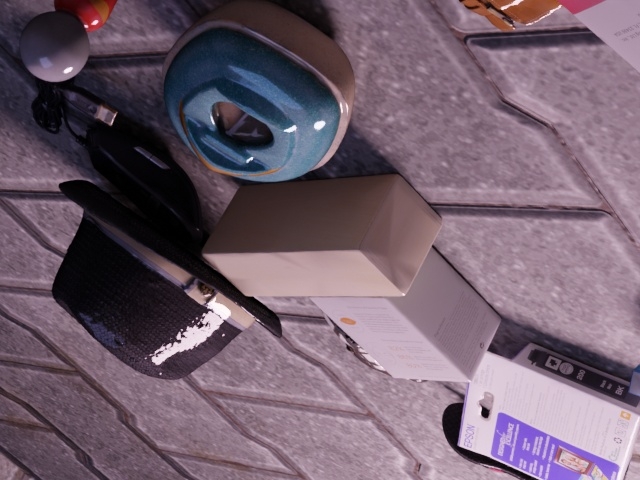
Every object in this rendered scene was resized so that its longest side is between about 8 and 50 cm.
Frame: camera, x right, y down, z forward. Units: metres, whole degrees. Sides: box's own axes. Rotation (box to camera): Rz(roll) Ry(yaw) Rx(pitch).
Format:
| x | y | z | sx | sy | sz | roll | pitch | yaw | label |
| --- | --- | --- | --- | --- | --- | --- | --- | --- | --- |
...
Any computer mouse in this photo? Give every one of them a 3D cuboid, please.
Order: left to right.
| x | y | z | sx | sy | sz | roll | pitch | yaw | label |
| --- | --- | --- | --- | --- | --- | --- | --- | --- | --- |
| -0.221 | -0.111 | 1.984 | 0.262 | 0.060 | 0.184 | 39 | 161 | 6 | computer mouse |

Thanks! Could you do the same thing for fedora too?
| x | y | z | sx | sy | sz | roll | pitch | yaw | label |
| --- | --- | --- | --- | --- | --- | --- | --- | --- | --- |
| -0.211 | 0.068 | 2.094 | 0.334 | 0.152 | 0.334 | 36 | 178 | 2 | fedora |

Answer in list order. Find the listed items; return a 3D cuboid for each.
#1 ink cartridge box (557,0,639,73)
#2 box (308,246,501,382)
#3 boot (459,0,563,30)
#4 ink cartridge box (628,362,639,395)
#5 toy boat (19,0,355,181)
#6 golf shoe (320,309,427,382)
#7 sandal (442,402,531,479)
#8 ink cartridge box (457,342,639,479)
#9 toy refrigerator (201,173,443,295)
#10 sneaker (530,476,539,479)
| x | y | z | sx | sy | sz | roll | pitch | yaw | label |
| --- | --- | --- | --- | --- | --- | --- | --- | --- | --- |
| 0.309 | -0.177 | 1.202 | 0.283 | 0.117 | 0.207 | 38 | 154 | -17 | ink cartridge box |
| 0.096 | 0.076 | 1.956 | 0.130 | 0.091 | 0.170 | -1 | 142 | 49 | box |
| 0.141 | -0.232 | 1.340 | 0.152 | 0.073 | 0.197 | 39 | 166 | -18 | boot |
| 0.366 | 0.143 | 1.838 | 0.048 | 0.083 | 0.028 | 18 | 114 | 24 | ink cartridge box |
| -0.129 | -0.155 | 1.683 | 0.318 | 0.148 | 0.267 | 30 | 156 | -2 | toy boat |
| 0.049 | 0.110 | 2.094 | 0.198 | 0.077 | 0.094 | 43 | 153 | -25 | golf shoe |
| 0.230 | 0.270 | 2.226 | 0.179 | 0.067 | 0.040 | 30 | 167 | -7 | sandal |
| 0.271 | 0.211 | 2.039 | 0.208 | 0.045 | 0.206 | 22 | 142 | 15 | ink cartridge box |
| 0.000 | 0.000 | 1.902 | 0.269 | 0.102 | 0.094 | -3 | 140 | 49 | toy refrigerator |
| 0.286 | 0.285 | 2.160 | 0.170 | 0.089 | 0.051 | 42 | 153 | -27 | sneaker |
